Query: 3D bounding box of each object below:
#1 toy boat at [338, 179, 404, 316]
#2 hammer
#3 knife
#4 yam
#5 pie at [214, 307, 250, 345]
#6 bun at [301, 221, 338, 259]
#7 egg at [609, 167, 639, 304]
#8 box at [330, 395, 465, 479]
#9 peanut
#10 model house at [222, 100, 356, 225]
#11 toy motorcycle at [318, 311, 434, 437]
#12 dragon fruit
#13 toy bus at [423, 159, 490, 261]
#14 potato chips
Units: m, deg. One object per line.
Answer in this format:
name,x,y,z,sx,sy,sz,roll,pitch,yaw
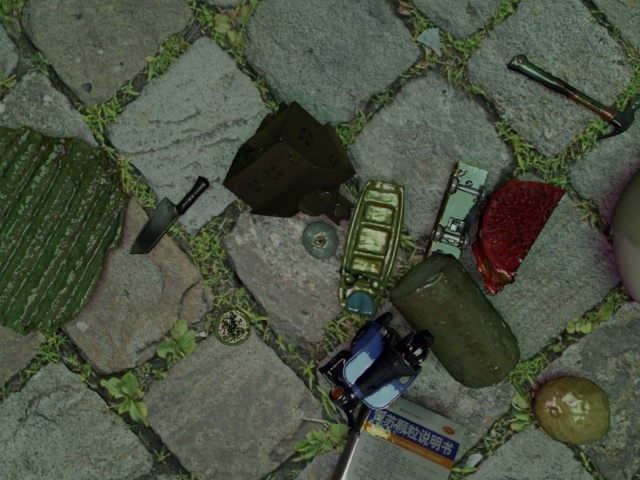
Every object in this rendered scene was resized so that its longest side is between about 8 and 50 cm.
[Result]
toy boat,0.106,0.015,1.378,0.111,0.084,0.277,12,89,3
hammer,0.525,-0.310,1.386,0.287,0.033,0.111,30,91,0
knife,-0.328,-0.053,1.408,0.060,0.028,0.230,43,95,11
yam,0.266,0.156,1.322,0.161,0.161,0.268,-40,109,1
pie,-0.188,0.184,1.412,0.083,0.021,0.084,0,93,0
bun,0.000,0.000,1.393,0.083,0.045,0.084,0,96,3
egg,0.705,-0.017,1.274,0.278,0.278,0.336,32,92,-1
box,0.140,0.473,1.339,0.200,0.106,0.300,25,73,0
peanut,0.519,0.351,1.369,0.159,0.109,0.141,2,84,-3
model house,-0.028,-0.137,1.329,0.243,0.205,0.211,38,136,-22
toy motorcycle,0.100,0.240,1.250,0.212,0.358,0.125,-42,90,-7
dragon fruit,0.366,-0.003,1.336,0.126,0.161,0.274,31,64,15
toy bus,0.284,-0.049,1.376,0.081,0.074,0.227,16,92,1
potato chips,-0.603,-0.025,1.385,0.358,0.070,0.430,28,92,-3
